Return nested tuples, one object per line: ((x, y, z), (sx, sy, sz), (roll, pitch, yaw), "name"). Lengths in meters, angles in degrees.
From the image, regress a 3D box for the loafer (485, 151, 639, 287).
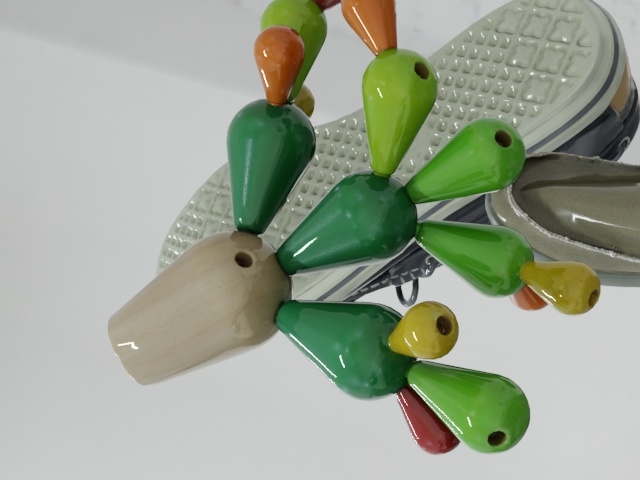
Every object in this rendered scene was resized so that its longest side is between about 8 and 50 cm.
((0.236, -0.017, 0.829), (0.087, 0.251, 0.094), (88, -161, -54), "loafer")

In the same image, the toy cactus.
((0.000, 0.000, 0.500), (0.219, 0.180, 0.112), (64, -168, 16), "toy cactus")

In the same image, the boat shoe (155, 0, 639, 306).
((0.061, -0.036, 1.099), (0.156, 0.500, 0.187), (29, -142, -49), "boat shoe")
